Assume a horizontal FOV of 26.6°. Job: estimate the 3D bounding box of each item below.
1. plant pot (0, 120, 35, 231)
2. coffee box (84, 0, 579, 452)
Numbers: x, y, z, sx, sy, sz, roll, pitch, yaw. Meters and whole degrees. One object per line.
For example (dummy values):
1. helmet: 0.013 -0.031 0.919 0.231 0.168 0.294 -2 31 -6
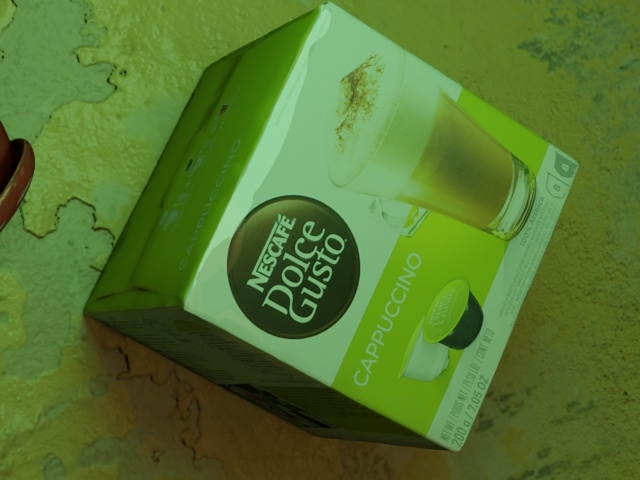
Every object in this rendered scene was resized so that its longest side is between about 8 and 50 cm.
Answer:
1. plant pot: -0.396 -0.076 1.361 0.174 0.191 0.191 39 72 -26
2. coffee box: 0.000 0.000 1.453 0.334 0.338 0.338 30 75 -20
